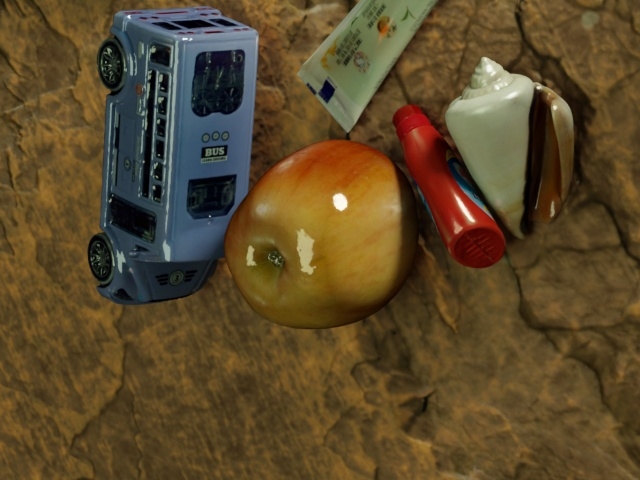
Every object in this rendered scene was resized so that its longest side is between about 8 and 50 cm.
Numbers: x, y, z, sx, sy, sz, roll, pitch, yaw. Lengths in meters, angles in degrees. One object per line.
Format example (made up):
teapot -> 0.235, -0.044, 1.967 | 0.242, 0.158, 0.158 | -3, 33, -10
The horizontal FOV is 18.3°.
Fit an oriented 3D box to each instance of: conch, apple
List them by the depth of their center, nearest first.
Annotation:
conch -> 0.172, -0.081, 1.762 | 0.104, 0.094, 0.176 | -18, 100, -6
apple -> 0.000, 0.000, 1.834 | 0.199, 0.199, 0.199 | 8, 107, 30

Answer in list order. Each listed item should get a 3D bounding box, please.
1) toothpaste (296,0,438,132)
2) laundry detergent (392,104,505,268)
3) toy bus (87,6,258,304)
toothpaste -> 0.083, -0.231, 1.802 | 0.056, 0.058, 0.314 | 22, 128, -23
laundry detergent -> 0.113, -0.055, 1.810 | 0.049, 0.097, 0.165 | -32, 57, 10
toy bus -> -0.136, -0.071, 1.911 | 0.133, 0.125, 0.292 | 25, 116, 49
